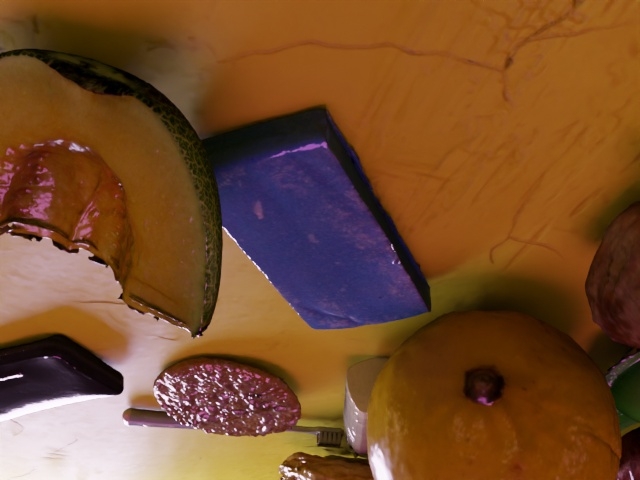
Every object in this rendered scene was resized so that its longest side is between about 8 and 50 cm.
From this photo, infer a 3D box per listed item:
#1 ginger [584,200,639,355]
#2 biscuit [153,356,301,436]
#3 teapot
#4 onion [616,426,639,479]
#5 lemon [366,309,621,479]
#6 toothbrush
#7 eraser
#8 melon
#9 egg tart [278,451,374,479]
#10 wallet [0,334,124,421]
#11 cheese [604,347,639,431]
[{"bbox_3d":[0.366,0.043,0.715,0.304,0.155,0.244,21,144,-27],"label":"ginger"},{"bbox_3d":[-0.130,0.226,1.118,0.219,0.033,0.220,5,141,4],"label":"biscuit"},{"bbox_3d":[0.086,0.233,1.094,0.107,0.077,0.200,-15,148,-10],"label":"teapot"},{"bbox_3d":[0.540,0.375,1.149,0.252,0.219,0.252,5,138,4],"label":"onion"},{"bbox_3d":[0.190,0.219,0.884,0.297,0.297,0.297,1,146,1],"label":"lemon"},{"bbox_3d":[-0.133,0.288,1.221,0.342,0.030,0.025,8,141,-5],"label":"toothbrush"},{"bbox_3d":[0.000,0.000,0.771,0.144,0.043,0.312,-12,144,19],"label":"eraser"},{"bbox_3d":[-0.168,-0.064,0.619,0.265,0.129,0.169,25,117,8],"label":"melon"},{"bbox_3d":[0.073,0.396,1.230,0.294,0.123,0.294,2,167,1],"label":"egg tart"},{"bbox_3d":[-0.406,0.193,1.085,0.250,0.044,0.149,-14,139,23],"label":"wallet"},{"bbox_3d":[0.404,0.191,0.981,0.204,0.083,0.320,29,128,-35],"label":"cheese"}]
